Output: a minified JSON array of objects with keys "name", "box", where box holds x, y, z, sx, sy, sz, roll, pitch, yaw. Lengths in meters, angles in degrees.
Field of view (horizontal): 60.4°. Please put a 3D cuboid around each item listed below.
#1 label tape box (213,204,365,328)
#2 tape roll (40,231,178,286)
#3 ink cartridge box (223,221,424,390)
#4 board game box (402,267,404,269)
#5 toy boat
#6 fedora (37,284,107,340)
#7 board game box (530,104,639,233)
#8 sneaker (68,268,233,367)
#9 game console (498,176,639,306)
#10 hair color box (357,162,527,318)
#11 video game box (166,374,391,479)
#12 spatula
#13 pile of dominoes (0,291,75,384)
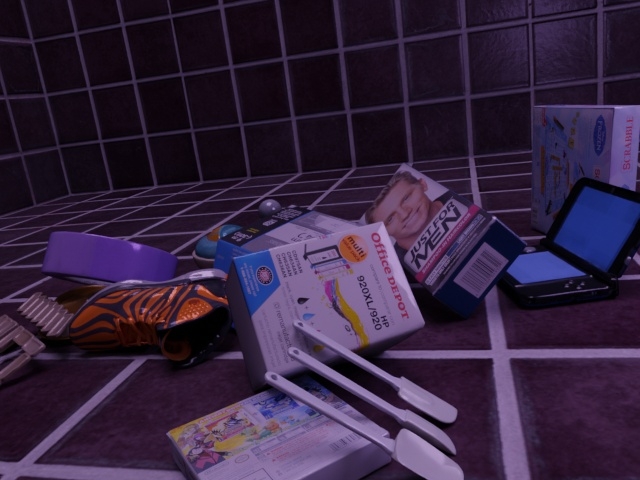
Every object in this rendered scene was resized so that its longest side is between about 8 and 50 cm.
[{"name":"label tape box","box":[-0.095,0.046,1.163,0.240,0.106,0.333,18,35,42]},{"name":"tape roll","box":[-0.463,0.057,1.225,0.274,0.090,0.275,9,-11,2]},{"name":"ink cartridge box","box":[-0.003,0.099,0.813,0.232,0.171,0.168,-14,-17,-19]},{"name":"board game box","box":[0.135,0.025,1.378,0.213,0.046,0.317,1,17,32]},{"name":"toy boat","box":[-0.188,-0.007,1.458,0.267,0.148,0.318,-1,17,24]},{"name":"fedora","box":[-0.505,0.146,1.176,0.194,0.079,0.194,-7,14,2]},{"name":"board game box","box":[0.598,-0.151,1.276,0.065,0.319,0.318,-6,15,-7]},{"name":"sneaker","box":[-0.305,0.151,0.980,0.320,0.125,0.180,-19,26,-1]},{"name":"game console","box":[0.467,-0.009,1.091,0.250,0.174,0.293,-7,14,-1]},{"name":"hair color box","box":[0.219,-0.015,1.087,0.105,0.174,0.347,33,8,-28]},{"name":"video game box","box":[-0.054,0.243,0.650,0.205,0.048,0.187,-15,19,-29]},{"name":"spatula","box":[0.057,0.182,0.638,0.242,0.019,0.168,31,24,2]},{"name":"pile of dominoes","box":[-0.583,0.197,1.069,0.251,0.040,0.196,11,45,45]}]
